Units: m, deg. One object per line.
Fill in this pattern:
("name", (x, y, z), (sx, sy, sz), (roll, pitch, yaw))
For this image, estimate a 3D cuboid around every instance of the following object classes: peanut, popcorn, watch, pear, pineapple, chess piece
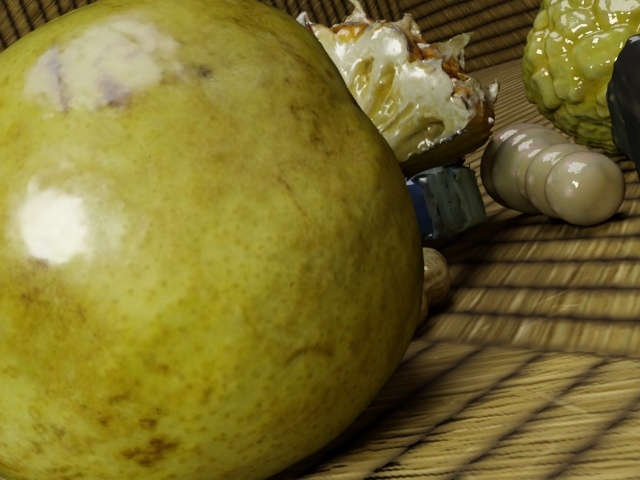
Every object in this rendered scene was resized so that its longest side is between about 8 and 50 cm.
("peanut", (0.074, 0.039, 0.706), (0.054, 0.053, 0.113), (-14, 15, 31))
("popcorn", (0.354, -0.222, 0.969), (0.237, 0.206, 0.251), (14, 74, 33))
("watch", (-0.001, 0.000, 0.806), (0.275, 0.068, 0.276), (-18, -2, 32))
("pear", (-0.092, 0.016, 0.532), (0.304, 0.303, 0.304), (-20, 11, 4))
("pineapple", (0.029, -0.138, 0.957), (0.344, 0.208, 0.286), (-24, -6, 26))
("chess piece", (0.226, -0.061, 0.832), (0.094, 0.094, 0.170), (-22, 15, -8))

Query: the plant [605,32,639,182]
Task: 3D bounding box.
("plant", (0.295, -0.080, 0.614), (0.142, 0.164, 0.256), (-23, 26, 4))
